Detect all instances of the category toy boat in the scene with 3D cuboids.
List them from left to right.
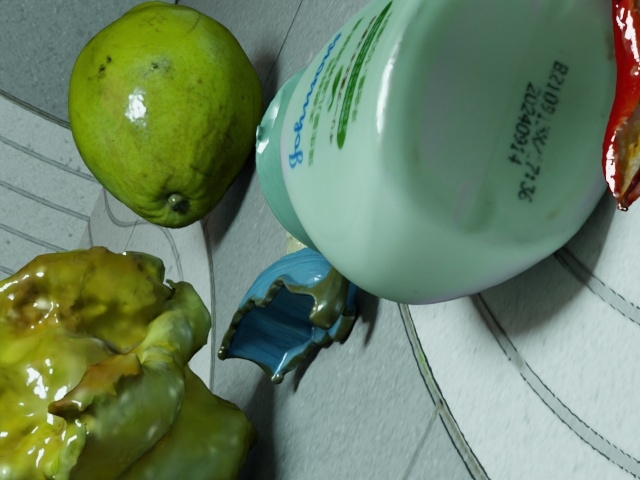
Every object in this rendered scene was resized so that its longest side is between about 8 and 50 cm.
[{"bbox_3d":[-0.019,0.061,1.518,0.185,0.075,0.077,-41,28,55],"label":"toy boat"}]

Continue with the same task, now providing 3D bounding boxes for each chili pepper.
[{"bbox_3d":[0.186,-0.128,1.063,0.050,0.059,0.268,54,-137,-59],"label":"chili pepper"}]

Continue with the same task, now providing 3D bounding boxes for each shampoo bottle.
[{"bbox_3d":[0.059,-0.065,1.239,0.349,0.151,0.222,166,122,-75],"label":"shampoo bottle"}]

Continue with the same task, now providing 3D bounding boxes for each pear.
[{"bbox_3d":[-0.164,-0.137,2.116,0.212,0.212,0.269,123,152,-43],"label":"pear"}]

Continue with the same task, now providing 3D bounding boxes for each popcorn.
[{"bbox_3d":[-0.217,0.180,1.602,0.321,0.290,0.326,-13,59,26],"label":"popcorn"}]

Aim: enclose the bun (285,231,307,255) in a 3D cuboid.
[{"bbox_3d":[0.000,0.000,1.579,0.086,0.055,0.086,-159,90,-76],"label":"bun"}]
